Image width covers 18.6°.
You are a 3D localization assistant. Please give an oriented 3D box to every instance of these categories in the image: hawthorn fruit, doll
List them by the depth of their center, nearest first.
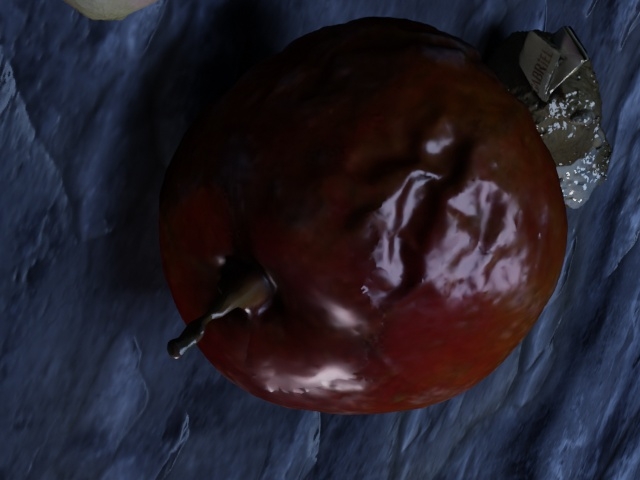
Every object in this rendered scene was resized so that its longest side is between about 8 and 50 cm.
[{"bbox_3d":[0.000,0.000,1.132,0.271,0.242,0.242,-31,140,-38],"label":"hawthorn fruit"},{"bbox_3d":[0.172,-0.104,1.554,0.221,0.105,0.115,61,20,-62],"label":"doll"}]

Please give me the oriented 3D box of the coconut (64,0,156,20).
[{"bbox_3d":[-0.084,-0.185,0.845,0.171,0.171,0.183,-36,140,-51],"label":"coconut"}]
